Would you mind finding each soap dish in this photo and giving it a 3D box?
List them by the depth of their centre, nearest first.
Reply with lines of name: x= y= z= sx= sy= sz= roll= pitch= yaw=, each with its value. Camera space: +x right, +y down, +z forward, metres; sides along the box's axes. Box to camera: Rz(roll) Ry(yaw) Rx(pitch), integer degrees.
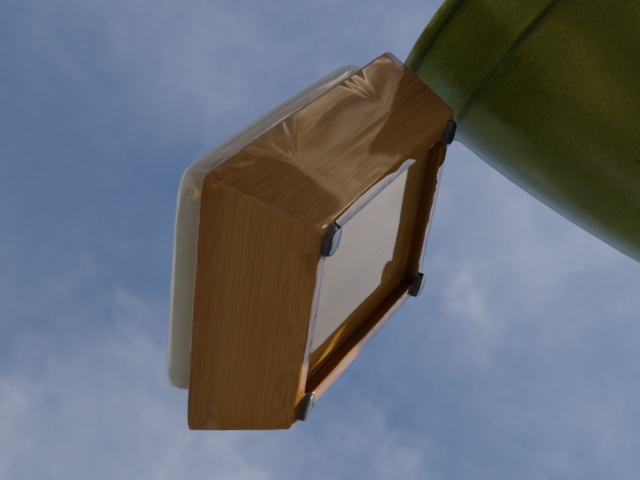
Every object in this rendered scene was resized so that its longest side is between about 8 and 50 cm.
soap dish: x=0.000 y=0.000 z=0.871 sx=0.118 sy=0.291 sz=0.228 roll=22 pitch=-56 yaw=20

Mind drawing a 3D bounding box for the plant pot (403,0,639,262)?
plant pot: x=0.327 y=-0.145 z=1.044 sx=0.366 sy=0.366 sz=0.353 roll=-44 pitch=-100 yaw=4
